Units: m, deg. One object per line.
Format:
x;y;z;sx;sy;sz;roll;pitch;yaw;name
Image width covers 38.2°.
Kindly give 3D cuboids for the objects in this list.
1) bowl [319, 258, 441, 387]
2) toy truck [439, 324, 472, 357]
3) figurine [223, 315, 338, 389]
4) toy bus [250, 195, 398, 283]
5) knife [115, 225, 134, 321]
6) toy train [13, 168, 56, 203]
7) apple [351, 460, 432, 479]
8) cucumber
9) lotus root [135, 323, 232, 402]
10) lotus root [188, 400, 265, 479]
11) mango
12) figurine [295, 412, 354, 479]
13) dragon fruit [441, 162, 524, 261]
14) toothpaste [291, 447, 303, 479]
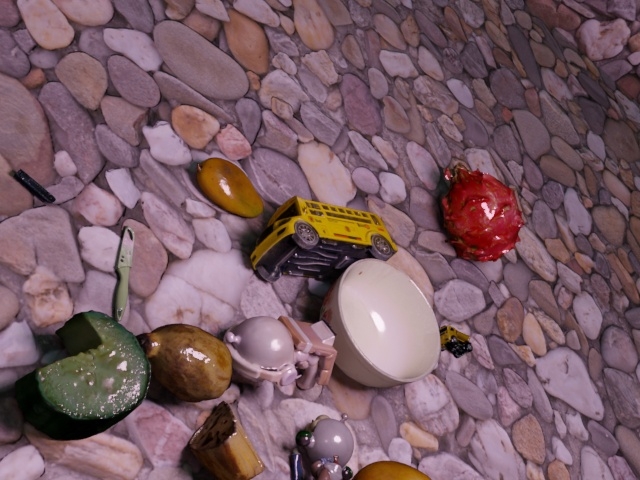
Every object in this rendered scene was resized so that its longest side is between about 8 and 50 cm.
0.104;0.189;1.923;0.277;0.145;0.277;25;48;-31;bowl
0.310;0.234;2.159;0.083;0.049;0.054;26;46;-30;toy truck
-0.087;0.213;1.752;0.236;0.141;0.162;5;31;-38;figurine
0.000;0.000;1.957;0.330;0.144;0.152;9;50;-42;toy bus
-0.359;0.058;1.677;0.030;0.014;0.207;24;47;-30;knife
-0.507;-0.093;1.638;0.083;0.017;0.017;42;44;-13;toy train
0.145;0.501;1.733;0.182;0.155;0.182;21;56;-34;apple
-0.374;0.227;1.469;0.191;0.130;0.191;18;53;-25;cucumber
-0.232;0.205;1.581;0.214;0.138;0.138;40;37;-50;lotus root
-0.162;0.366;1.600;0.135;0.095;0.159;57;0;-4;lotus root
-0.186;-0.109;1.921;0.187;0.066;0.101;41;42;-27;mango
0.009;0.408;1.716;0.147;0.093;0.197;45;37;-22;figurine
0.403;-0.077;2.329;0.205;0.210;0.268;-27;92;-29;dragon fruit
-0.043;0.427;1.715;0.027;0.019;0.083;39;37;-53;toothpaste
